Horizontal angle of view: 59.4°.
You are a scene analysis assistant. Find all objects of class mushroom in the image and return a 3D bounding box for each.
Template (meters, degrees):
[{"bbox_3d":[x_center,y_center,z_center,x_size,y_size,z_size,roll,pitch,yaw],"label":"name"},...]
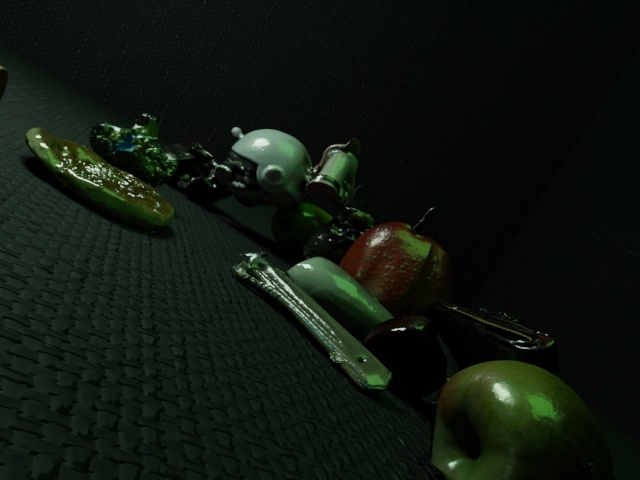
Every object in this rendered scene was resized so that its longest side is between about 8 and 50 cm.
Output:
[{"bbox_3d":[0.055,0.128,1.002,0.270,0.103,0.118,38,-10,9],"label":"mushroom"}]

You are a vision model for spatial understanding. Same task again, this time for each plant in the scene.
[{"bbox_3d":[0.075,0.015,1.427,0.204,0.234,0.178,49,2,0],"label":"plant"}]

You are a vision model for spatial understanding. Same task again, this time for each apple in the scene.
[{"bbox_3d":[0.223,0.231,0.612,0.188,0.174,0.207,27,22,-22],"label":"apple"}]

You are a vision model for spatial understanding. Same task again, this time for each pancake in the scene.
[{"bbox_3d":[-0.370,-0.102,0.956,0.282,0.049,0.282,34,6,-4],"label":"pancake"}]

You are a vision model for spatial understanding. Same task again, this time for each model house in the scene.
[{"bbox_3d":[-0.346,-0.193,1.538,0.203,0.141,0.164,36,-5,23],"label":"model house"}]

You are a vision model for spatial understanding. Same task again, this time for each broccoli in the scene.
[{"bbox_3d":[-0.373,-0.188,1.136,0.167,0.160,0.154,19,-12,-1],"label":"broccoli"}]

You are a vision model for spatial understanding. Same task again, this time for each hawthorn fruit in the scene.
[{"bbox_3d":[0.175,0.064,1.181,0.254,0.300,0.254,30,2,-1],"label":"hawthorn fruit"}]

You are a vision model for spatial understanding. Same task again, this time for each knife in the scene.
[{"bbox_3d":[-0.023,0.124,0.886,0.089,0.043,0.365,-15,38,-35],"label":"knife"}]

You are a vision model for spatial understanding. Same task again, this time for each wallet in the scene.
[{"bbox_3d":[0.254,0.210,0.817,0.262,0.071,0.221,22,-47,70],"label":"wallet"}]

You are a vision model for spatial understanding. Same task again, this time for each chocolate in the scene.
[{"bbox_3d":[0.137,0.184,0.874,0.149,0.125,0.080,37,22,10],"label":"chocolate"}]

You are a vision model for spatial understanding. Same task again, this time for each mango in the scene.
[{"bbox_3d":[0.000,0.000,1.658,0.343,0.156,0.192,33,14,-37],"label":"mango"}]

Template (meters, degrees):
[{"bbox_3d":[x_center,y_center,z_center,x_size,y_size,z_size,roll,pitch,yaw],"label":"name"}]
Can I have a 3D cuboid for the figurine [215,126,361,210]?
[{"bbox_3d":[-0.077,-0.184,1.504,0.361,0.211,0.253,5,-16,14],"label":"figurine"}]

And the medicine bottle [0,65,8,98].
[{"bbox_3d":[-0.508,-0.224,0.667,0.222,0.149,0.112,31,4,-17],"label":"medicine bottle"}]
